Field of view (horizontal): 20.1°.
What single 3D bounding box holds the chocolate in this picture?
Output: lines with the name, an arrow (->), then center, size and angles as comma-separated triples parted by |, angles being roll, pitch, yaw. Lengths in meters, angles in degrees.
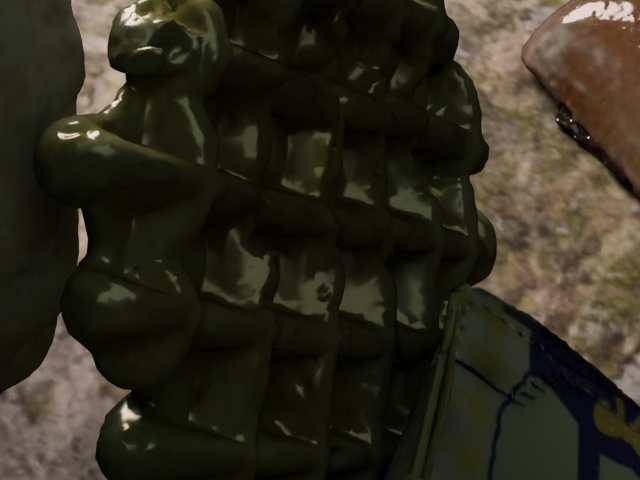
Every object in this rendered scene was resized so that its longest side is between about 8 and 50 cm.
chocolate -> 0.239, -0.065, 0.983 | 0.161, 0.083, 0.261 | -24, 63, -36

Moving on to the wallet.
wallet -> 0.090, 0.185, 0.691 | 0.223, 0.077, 0.309 | 38, 44, -20

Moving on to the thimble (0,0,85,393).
thimble -> -0.216, -0.072, 0.680 | 0.195, 0.291, 0.291 | -3, 53, -29

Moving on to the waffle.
waffle -> 0.000, 0.000, 0.726 | 0.056, 0.292, 0.309 | 1, 36, 26
